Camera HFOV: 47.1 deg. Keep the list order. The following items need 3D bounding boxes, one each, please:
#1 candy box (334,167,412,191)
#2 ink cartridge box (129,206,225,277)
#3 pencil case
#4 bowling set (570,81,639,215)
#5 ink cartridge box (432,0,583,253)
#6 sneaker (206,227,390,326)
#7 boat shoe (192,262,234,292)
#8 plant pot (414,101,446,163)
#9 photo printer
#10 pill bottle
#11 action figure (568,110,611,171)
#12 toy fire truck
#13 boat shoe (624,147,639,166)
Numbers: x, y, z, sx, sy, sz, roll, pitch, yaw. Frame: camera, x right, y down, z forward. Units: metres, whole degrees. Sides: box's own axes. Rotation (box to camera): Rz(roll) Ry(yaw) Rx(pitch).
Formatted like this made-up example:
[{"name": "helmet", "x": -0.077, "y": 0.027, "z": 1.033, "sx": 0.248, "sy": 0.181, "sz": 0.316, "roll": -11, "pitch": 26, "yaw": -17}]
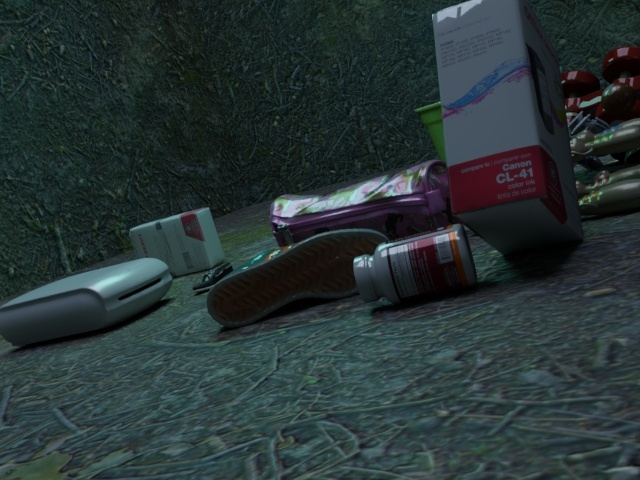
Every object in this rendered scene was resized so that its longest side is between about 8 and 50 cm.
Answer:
[{"name": "candy box", "x": 0.190, "y": -0.140, "z": 2.145, "sx": 0.316, "sy": 0.088, "sz": 0.183, "roll": -16, "pitch": 7, "yaw": 0}, {"name": "ink cartridge box", "x": -0.387, "y": 0.013, "z": 1.985, "sx": 0.217, "sy": 0.159, "sz": 0.092, "roll": -13, "pitch": 9, "yaw": 22}, {"name": "pencil case", "x": 0.086, "y": -0.049, "z": 1.428, "sx": 0.386, "sy": 0.160, "sz": 0.167, "roll": -11, "pitch": 38, "yaw": 32}, {"name": "bowling set", "x": 0.477, "y": -0.155, "z": 1.251, "sx": 0.154, "sy": 0.200, "sz": 0.287, "roll": -13, "pitch": 4, "yaw": 32}, {"name": "ink cartridge box", "x": 0.265, "y": -0.158, "z": 1.030, "sx": 0.131, "sy": 0.306, "sz": 0.226, "roll": -11, "pitch": -18, "yaw": 30}, {"name": "sneaker", "x": -0.032, "y": 0.045, "z": 1.169, "sx": 0.302, "sy": 0.108, "sz": 0.121, "roll": -17, "pitch": 11, "yaw": 4}, {"name": "boat shoe", "x": -0.235, "y": 0.082, "z": 1.613, "sx": 0.046, "sy": 0.038, "sz": 0.125, "roll": -10, "pitch": 10, "yaw": 42}, {"name": "plant pot", "x": 0.458, "y": -0.325, "z": 2.293, "sx": 0.276, "sy": 0.254, "sz": 0.276, "roll": -17, "pitch": 7, "yaw": 2}, {"name": "photo printer", "x": -0.487, "y": 0.125, "z": 1.571, "sx": 0.307, "sy": 0.107, "sz": 0.256, "roll": -13, "pitch": 8, "yaw": 25}, {"name": "pill bottle", "x": 0.126, "y": 0.035, "z": 0.980, "sx": 0.152, "sy": 0.086, "sz": 0.086, "roll": -14, "pitch": 8, "yaw": 15}, {"name": "action figure", "x": 0.488, "y": -0.161, "z": 1.442, "sx": 0.185, "sy": 0.099, "sz": 0.285, "roll": -41, "pitch": -12, "yaw": 17}, {"name": "toy fire truck", "x": 0.647, "y": -0.258, "z": 1.601, "sx": 0.254, "sy": 0.169, "sz": 0.302, "roll": 30, "pitch": -27, "yaw": -26}, {"name": "boat shoe", "x": 0.700, "y": -0.182, "z": 1.470, "sx": 0.066, "sy": 0.066, "sz": 0.183, "roll": -29, "pitch": 4, "yaw": -42}]
